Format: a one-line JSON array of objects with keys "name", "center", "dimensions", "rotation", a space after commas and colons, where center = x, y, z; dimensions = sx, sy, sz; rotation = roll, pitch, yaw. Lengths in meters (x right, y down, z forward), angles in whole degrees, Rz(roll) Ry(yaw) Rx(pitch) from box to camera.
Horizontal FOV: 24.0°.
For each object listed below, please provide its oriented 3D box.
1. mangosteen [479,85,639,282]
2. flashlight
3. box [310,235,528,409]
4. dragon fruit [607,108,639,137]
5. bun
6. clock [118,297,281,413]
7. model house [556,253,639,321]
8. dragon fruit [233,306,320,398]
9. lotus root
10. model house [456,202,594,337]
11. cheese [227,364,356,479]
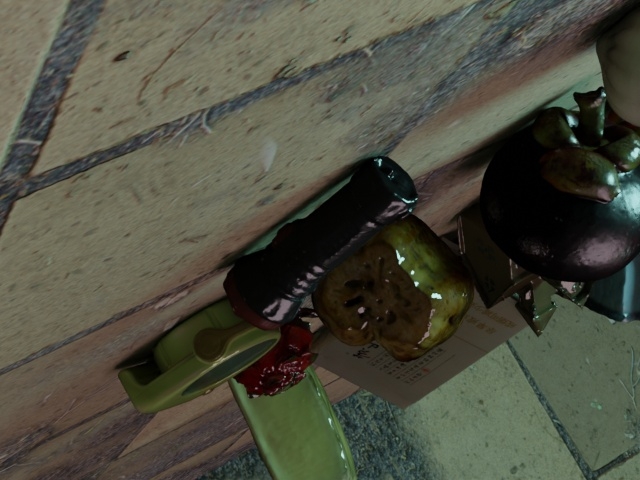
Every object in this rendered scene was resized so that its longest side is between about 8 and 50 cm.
[{"name": "mangosteen", "center": [0.305, -0.072, 1.808], "dimensions": [0.211, 0.211, 0.250], "rotation": [-21, 136, -42]}, {"name": "flashlight", "center": [0.000, 0.000, 1.562], "dimensions": [0.232, 0.093, 0.093], "rotation": [-42, 165, 29]}, {"name": "box", "center": [0.161, 0.139, 2.385], "dimensions": [0.365, 0.205, 0.051], "rotation": [-41, -152, 43]}, {"name": "dragon fruit", "center": [0.474, -0.112, 2.001], "dimensions": [0.307, 0.243, 0.227], "rotation": [10, 175, 22]}, {"name": "bun", "center": [0.330, -0.190, 1.564], "dimensions": [0.138, 0.094, 0.138], "rotation": [-52, 155, -36]}, {"name": "clock", "center": [-0.119, 0.120, 1.812], "dimensions": [0.232, 0.069, 0.170], "rotation": [-37, 168, 25]}, {"name": "model house", "center": [0.567, -0.074, 2.443], "dimensions": [0.360, 0.339, 0.297], "rotation": [-10, -154, -28]}, {"name": "dragon fruit", "center": [-0.062, 0.144, 1.965], "dimensions": [0.130, 0.121, 0.142], "rotation": [3, -170, -10]}, {"name": "lotus root", "center": [0.085, 0.063, 1.831], "dimensions": [0.193, 0.193, 0.291], "rotation": [-33, 173, 12]}, {"name": "model house", "center": [0.324, 0.057, 2.188], "dimensions": [0.181, 0.176, 0.248], "rotation": [-29, 132, -20]}, {"name": "cheese", "center": [-0.041, 0.263, 2.222], "dimensions": [0.124, 0.242, 0.265], "rotation": [-22, 170, 1]}]
